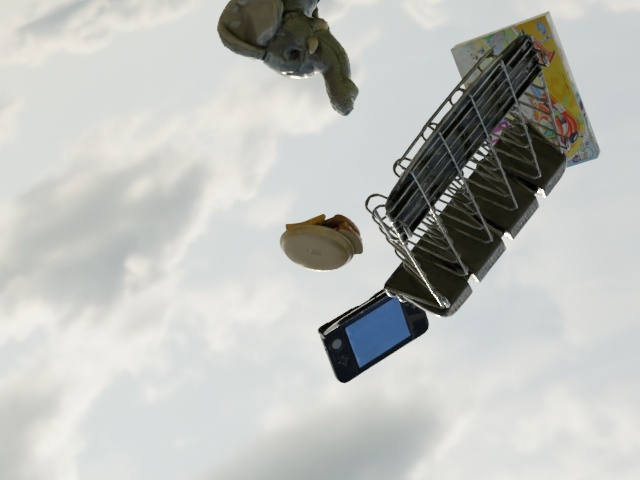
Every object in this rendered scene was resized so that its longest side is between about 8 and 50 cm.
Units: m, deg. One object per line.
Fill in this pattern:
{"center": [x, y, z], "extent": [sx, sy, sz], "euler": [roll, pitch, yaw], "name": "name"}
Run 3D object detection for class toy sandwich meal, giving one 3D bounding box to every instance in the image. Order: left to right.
{"center": [0.000, 0.000, 1.361], "extent": [0.086, 0.085, 0.029], "euler": [-12, -131, 30], "name": "toy sandwich meal"}

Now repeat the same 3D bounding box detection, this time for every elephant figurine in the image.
{"center": [-0.047, -0.282, 1.707], "extent": [0.169, 0.239, 0.186], "euler": [7, 178, -20], "name": "elephant figurine"}

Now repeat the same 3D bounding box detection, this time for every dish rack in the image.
{"center": [0.119, -0.056, 1.119], "extent": [0.074, 0.271, 0.208], "euler": [34, -99, 26], "name": "dish rack"}

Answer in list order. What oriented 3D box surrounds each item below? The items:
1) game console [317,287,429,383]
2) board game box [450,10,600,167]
{"center": [0.067, 0.086, 1.370], "extent": [0.122, 0.107, 0.071], "euler": [-30, -152, -20], "name": "game console"}
{"center": [0.207, -0.141, 1.352], "extent": [0.103, 0.154, 0.026], "euler": [-18, -167, 25], "name": "board game box"}
